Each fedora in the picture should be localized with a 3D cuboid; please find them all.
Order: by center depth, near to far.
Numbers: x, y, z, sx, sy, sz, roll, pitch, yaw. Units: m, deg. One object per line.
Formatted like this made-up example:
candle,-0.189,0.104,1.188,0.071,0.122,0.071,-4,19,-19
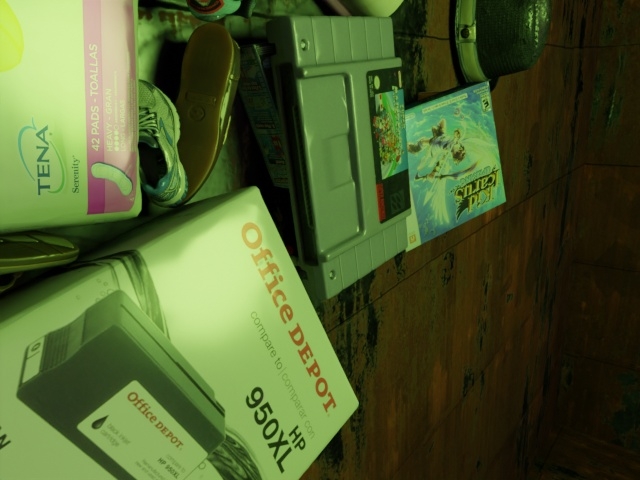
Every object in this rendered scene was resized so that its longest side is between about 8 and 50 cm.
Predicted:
fedora,0.423,-0.501,1.102,0.334,0.152,0.334,-17,112,-49

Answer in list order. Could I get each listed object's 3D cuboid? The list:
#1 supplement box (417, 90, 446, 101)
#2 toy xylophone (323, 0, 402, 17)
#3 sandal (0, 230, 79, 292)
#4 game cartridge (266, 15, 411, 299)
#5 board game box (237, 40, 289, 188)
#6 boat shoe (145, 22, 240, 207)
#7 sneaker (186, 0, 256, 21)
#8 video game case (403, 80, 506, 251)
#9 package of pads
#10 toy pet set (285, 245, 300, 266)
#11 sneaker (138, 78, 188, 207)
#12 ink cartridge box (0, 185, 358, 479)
supplement box,0.236,-0.181,1.009,0.078,0.080,0.234,-6,102,-50
toy xylophone,0.100,-0.467,0.658,0.323,0.081,0.236,-48,135,2
sandal,-0.294,0.029,0.400,0.180,0.072,0.049,-21,131,-46
game cartridge,0.045,-0.123,0.689,0.230,0.068,0.355,-25,115,-41
board game box,-0.028,-0.181,0.687,0.194,0.060,0.194,-31,123,-44
boat shoe,-0.136,-0.132,0.554,0.073,0.073,0.207,141,-31,-87
sneaker,-0.098,-0.279,0.472,0.262,0.104,0.125,-59,160,-74
video game case,0.221,-0.142,0.918,0.269,0.061,0.244,-25,112,-23
package of pads,-0.259,-0.151,0.367,0.229,0.101,0.297,-11,107,-51
toy pet set,0.000,0.000,0.788,0.114,0.065,0.122,31,68,-14
sneaker,-0.169,-0.102,0.489,0.058,0.052,0.135,29,43,-84
ink cartridge box,-0.177,0.160,0.449,0.395,0.166,0.286,-37,110,-41
